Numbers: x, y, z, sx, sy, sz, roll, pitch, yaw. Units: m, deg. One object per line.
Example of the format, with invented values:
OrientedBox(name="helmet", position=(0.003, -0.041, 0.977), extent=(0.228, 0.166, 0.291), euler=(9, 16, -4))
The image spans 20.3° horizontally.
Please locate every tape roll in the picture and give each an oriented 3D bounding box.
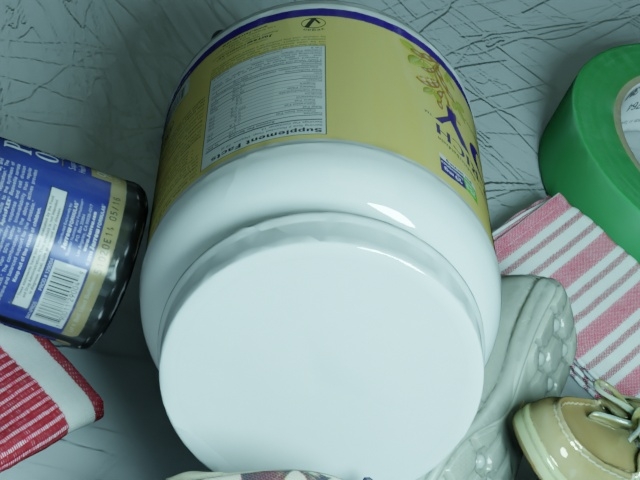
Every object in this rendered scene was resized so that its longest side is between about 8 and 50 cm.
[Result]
OrientedBox(name="tape roll", position=(0.364, -0.051, 1.662), extent=(0.321, 0.077, 0.321), euler=(16, 41, -14))

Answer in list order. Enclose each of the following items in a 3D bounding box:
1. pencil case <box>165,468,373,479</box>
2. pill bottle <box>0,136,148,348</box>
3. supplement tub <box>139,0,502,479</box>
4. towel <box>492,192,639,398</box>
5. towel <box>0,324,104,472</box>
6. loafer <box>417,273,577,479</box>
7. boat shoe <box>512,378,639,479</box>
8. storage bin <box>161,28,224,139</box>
OrientedBox(name="pencil case", position=(0.003, 0.324, 1.000), extent=(0.183, 0.160, 0.410), euler=(32, 31, -40))
OrientedBox(name="pill bottle", position=(-0.238, -0.014, 1.207), extent=(0.219, 0.123, 0.123), euler=(19, 40, -16))
OrientedBox(name="supplement tub", position=(0.000, 0.000, 1.244), extent=(0.241, 0.241, 0.331), euler=(18, 30, -11))
OrientedBox(name="towel", position=(0.225, 0.054, 1.506), extent=(0.197, 0.029, 0.144), euler=(44, 49, 15))
OrientedBox(name="towel", position=(-0.330, 0.089, 1.164), extent=(0.329, 0.037, 0.237), euler=(-24, 62, -43))
OrientedBox(name="loafer", position=(0.090, 0.141, 1.303), extent=(0.111, 0.112, 0.319), euler=(2, 35, 29))
OrientedBox(name="boat shoe", position=(0.254, 0.156, 1.312), extent=(0.285, 0.089, 0.104), euler=(17, 40, -42))
OrientedBox(name="storage bin", position=(-0.059, -0.098, 1.474), extent=(0.135, 0.098, 0.091), euler=(32, 51, 6))
